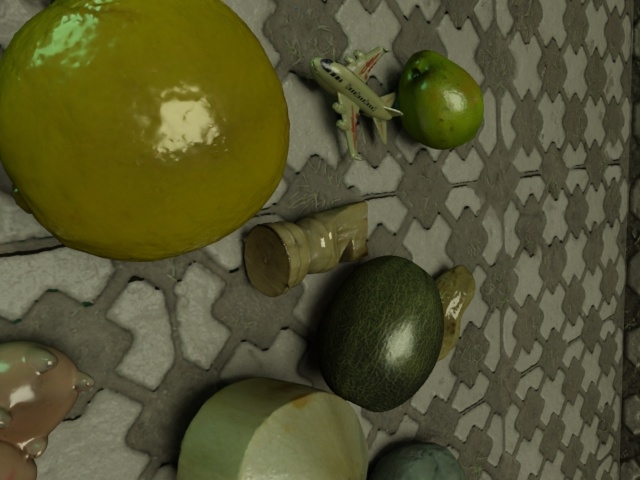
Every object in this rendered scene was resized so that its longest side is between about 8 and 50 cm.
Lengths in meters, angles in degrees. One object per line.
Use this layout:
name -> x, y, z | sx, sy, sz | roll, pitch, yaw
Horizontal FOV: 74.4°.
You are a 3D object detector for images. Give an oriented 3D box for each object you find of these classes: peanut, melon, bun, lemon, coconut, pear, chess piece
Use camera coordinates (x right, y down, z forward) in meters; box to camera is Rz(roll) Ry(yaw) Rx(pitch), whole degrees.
peanut -> 0.317, 0.185, 1.067 | 0.125, 0.111, 0.275 | 44, 70, -35
melon -> 0.124, 0.179, 0.846 | 0.237, 0.237, 0.302 | 33, 75, -34
bun -> 0.252, 0.673, 1.015 | 0.354, 0.194, 0.355 | -5, 98, -34
lemon -> -0.205, -0.137, 0.524 | 0.347, 0.347, 0.348 | -4, 97, -36
coconut -> -0.067, 0.380, 0.681 | 0.322, 0.323, 0.323 | -4, 97, -36
pear -> 0.258, -0.308, 0.929 | 0.188, 0.187, 0.220 | -56, 134, -18
chess piece -> 0.000, 0.000, 0.827 | 0.300, 0.137, 0.138 | -21, 107, -44

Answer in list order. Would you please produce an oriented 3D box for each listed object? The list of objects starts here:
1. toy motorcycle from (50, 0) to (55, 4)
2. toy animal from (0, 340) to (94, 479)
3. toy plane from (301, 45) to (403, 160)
toy motorcycle -> -0.309, -0.359, 0.586 | 0.193, 0.061, 0.124 | 32, 77, -36
toy animal -> -0.413, 0.242, 0.513 | 0.166, 0.153, 0.250 | 57, 45, -37
toy plane -> 0.068, -0.293, 0.843 | 0.256, 0.104, 0.242 | 16, 88, -36
